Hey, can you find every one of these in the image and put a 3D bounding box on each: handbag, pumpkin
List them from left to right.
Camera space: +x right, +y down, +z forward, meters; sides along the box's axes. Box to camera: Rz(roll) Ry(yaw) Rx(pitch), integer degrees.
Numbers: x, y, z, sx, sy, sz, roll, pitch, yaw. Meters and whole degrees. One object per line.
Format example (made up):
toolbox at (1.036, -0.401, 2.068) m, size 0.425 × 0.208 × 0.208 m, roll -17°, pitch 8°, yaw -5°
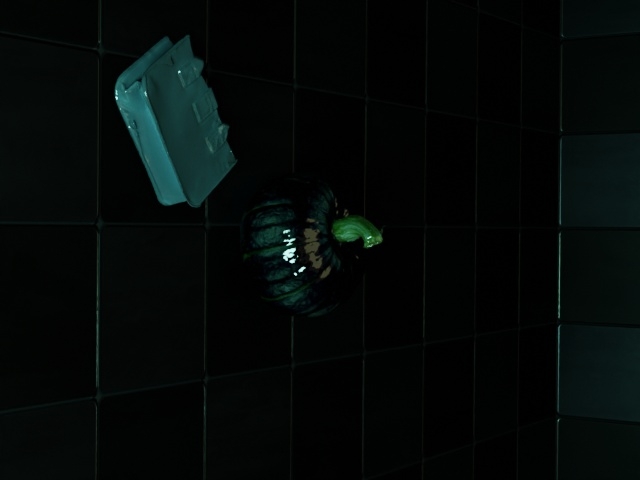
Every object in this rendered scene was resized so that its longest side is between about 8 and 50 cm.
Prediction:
handbag at (-0.215, -0.182, 1.860) m, size 0.179 × 0.062 × 0.229 m, roll -54°, pitch 133°, yaw -46°
pumpkin at (0.000, 0.000, 2.027) m, size 0.248 × 0.248 × 0.247 m, roll -2°, pitch 93°, yaw -57°
